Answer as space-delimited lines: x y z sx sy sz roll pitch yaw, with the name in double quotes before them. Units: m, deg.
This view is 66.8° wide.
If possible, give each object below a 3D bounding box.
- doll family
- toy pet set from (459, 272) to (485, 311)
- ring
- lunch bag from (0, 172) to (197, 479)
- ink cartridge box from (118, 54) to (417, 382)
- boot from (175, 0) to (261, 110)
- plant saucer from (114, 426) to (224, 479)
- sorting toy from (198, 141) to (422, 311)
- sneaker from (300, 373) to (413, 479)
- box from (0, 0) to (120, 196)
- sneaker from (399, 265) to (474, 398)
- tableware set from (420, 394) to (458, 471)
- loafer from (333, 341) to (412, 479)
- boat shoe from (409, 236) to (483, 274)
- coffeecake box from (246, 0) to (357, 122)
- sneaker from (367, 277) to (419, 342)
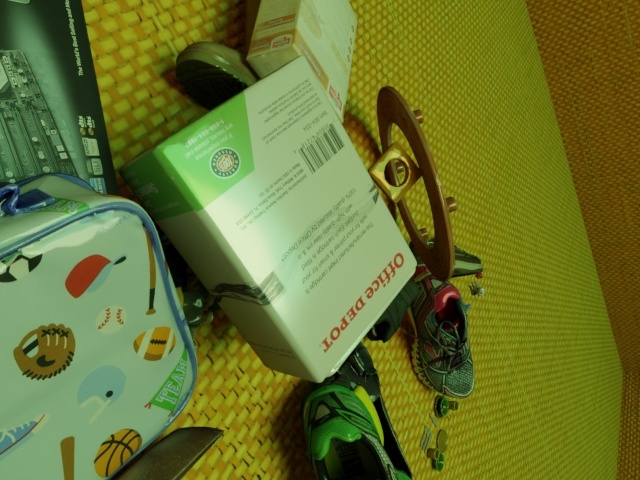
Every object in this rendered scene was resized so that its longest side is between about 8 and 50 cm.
"doll family" -0.172 0.040 0.522 0.111 0.076 0.193 12 70 -45
"toy pet set" 0.289 0.134 1.041 0.114 0.122 0.065 94 -16 -55
"ring" 0.162 -0.094 0.814 0.336 0.032 0.337 161 -90 -89
"lunch bag" -0.233 0.093 0.334 0.303 0.114 0.243 -38 134 -38
"ink cartridge box" -0.039 -0.020 0.522 0.198 0.114 0.273 -44 113 -32
"boot" -0.091 -0.297 0.663 0.236 0.089 0.270 23 67 -61
"plant saucer" -0.170 0.233 0.429 0.036 0.199 0.198 44 42 9
"sorting toy" 0.000 0.000 0.663 0.347 0.047 0.196 -35 105 -15
"sneaker" 0.064 0.362 0.651 0.344 0.134 0.146 61 7 -6
"box" -0.305 -0.126 0.375 0.242 0.076 0.308 -13 96 -51
"sneaker" 0.234 0.195 0.927 0.120 0.112 0.299 -32 116 -15
"tableware set" 0.260 0.399 1.027 0.104 0.024 0.154 60 44 -26
"loafer" 0.071 0.254 0.761 0.109 0.095 0.303 -30 108 -49
"boat shoe" 0.276 0.032 1.051 0.257 0.095 0.095 3 76 -50
"coffeecake box" -0.016 -0.265 0.635 0.142 0.068 0.186 44 49 -54
"sneaker" 0.059 0.071 0.777 0.286 0.109 0.130 41 64 -34
